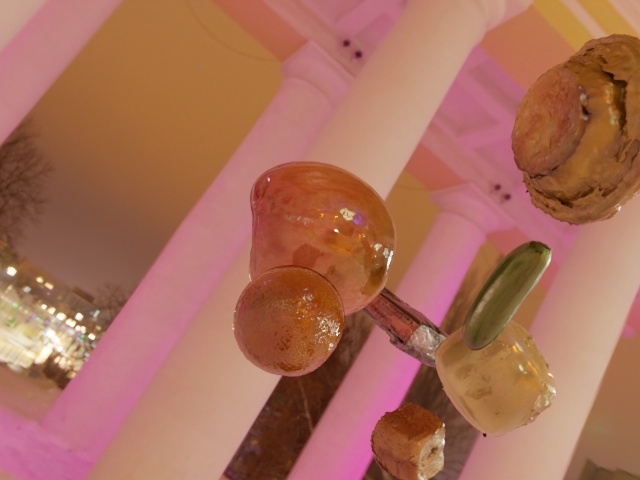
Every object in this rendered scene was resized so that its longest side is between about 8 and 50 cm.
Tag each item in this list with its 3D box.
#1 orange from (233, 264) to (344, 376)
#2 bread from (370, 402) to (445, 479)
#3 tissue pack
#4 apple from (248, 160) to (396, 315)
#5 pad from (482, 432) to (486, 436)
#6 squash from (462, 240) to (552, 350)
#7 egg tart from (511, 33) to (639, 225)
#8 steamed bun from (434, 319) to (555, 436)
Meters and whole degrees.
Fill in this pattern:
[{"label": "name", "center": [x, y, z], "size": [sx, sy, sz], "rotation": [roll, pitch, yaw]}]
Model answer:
[{"label": "orange", "center": [-0.052, 0.136, 1.106], "size": [0.206, 0.206, 0.206], "rotation": [29, -18, 10]}, {"label": "bread", "center": [0.114, 0.260, 0.821], "size": [0.070, 0.077, 0.083], "rotation": [26, -51, 46]}, {"label": "tissue pack", "center": [0.221, 0.232, 1.911], "size": [0.245, 0.123, 0.332], "rotation": [29, 6, -44]}, {"label": "apple", "center": [0.000, 0.000, 1.470], "size": [0.364, 0.363, 0.364], "rotation": [29, -18, 10]}, {"label": "pad", "center": [0.031, 0.280, 0.414], "size": [0.250, 0.323, 0.055], "rotation": [6, -34, 12]}, {"label": "squash", "center": [0.357, 0.106, 1.259], "size": [0.082, 0.082, 0.292], "rotation": [29, -52, 10]}, {"label": "egg tart", "center": [0.377, -0.167, 0.957], "size": [0.123, 0.293, 0.294], "rotation": [9, -9, -21]}, {"label": "steamed bun", "center": [0.402, 0.309, 1.488], "size": [0.272, 0.232, 0.166], "rotation": [59, 19, 3]}]
